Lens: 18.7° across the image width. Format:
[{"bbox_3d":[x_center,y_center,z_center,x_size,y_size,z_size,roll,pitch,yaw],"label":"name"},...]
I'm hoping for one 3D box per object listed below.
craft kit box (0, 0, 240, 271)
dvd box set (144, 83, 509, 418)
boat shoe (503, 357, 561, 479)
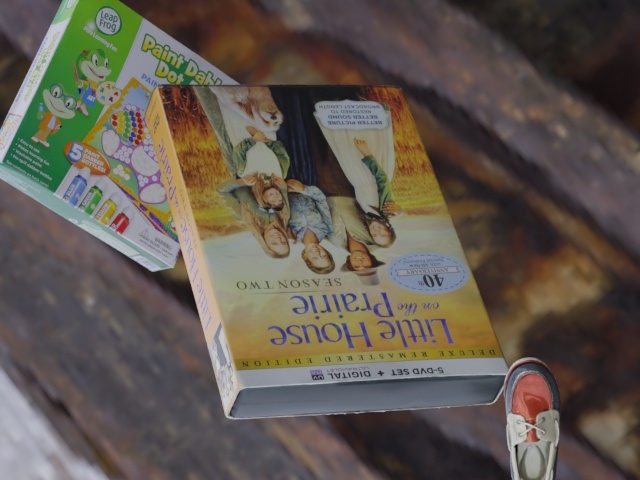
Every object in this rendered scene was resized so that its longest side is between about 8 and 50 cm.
[{"bbox_3d":[-0.230,-0.130,2.241,0.250,0.246,0.061,33,155,-28],"label":"craft kit box"},{"bbox_3d":[0.000,0.000,2.099,0.062,0.308,0.420,112,149,-46],"label":"dvd box set"},{"bbox_3d":[0.181,0.164,1.658,0.043,0.049,0.137,-79,-13,-58],"label":"boat shoe"}]
